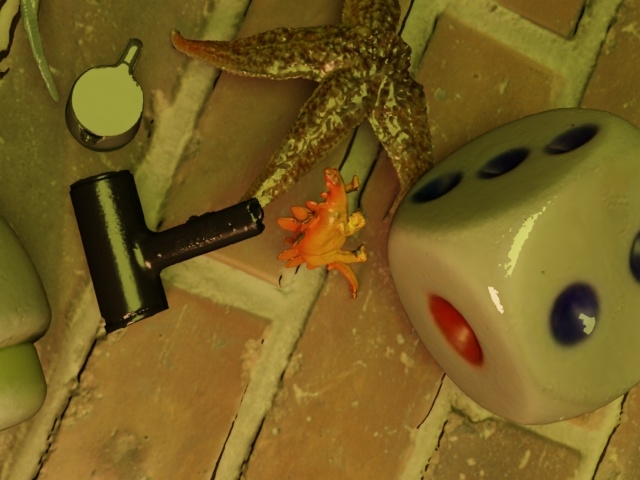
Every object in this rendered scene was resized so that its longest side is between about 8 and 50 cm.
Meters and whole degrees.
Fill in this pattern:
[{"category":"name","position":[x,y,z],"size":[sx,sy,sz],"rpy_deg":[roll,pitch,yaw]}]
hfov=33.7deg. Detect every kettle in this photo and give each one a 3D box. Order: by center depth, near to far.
[{"category":"kettle","position":[-0.258,-0.173,1.319],"size":[0.127,0.148,0.098],"rpy_deg":[-33,96,-12]}]

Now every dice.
[{"category":"dice","position":[0.281,0.029,1.344],"size":[0.304,0.277,0.304],"rpy_deg":[-35,113,-18]}]

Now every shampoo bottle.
[{"category":"shampoo bottle","position":[-0.472,0.089,1.180],"size":[0.322,0.322,0.317],"rpy_deg":[-19,89,-12]}]

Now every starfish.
[{"category":"starfish","position":[0.022,-0.210,1.405],"size":[0.384,0.132,0.398],"rpy_deg":[-18,91,-8]}]

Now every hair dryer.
[{"category":"hair dryer","position":[-0.183,-0.006,1.326],"size":[0.251,0.089,0.197],"rpy_deg":[-15,91,19]}]

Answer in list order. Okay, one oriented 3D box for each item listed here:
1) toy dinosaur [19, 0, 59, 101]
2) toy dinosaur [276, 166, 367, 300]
[{"category":"toy dinosaur","position":[-0.381,-0.366,1.295],"size":[0.205,0.092,0.393],"rpy_deg":[-37,104,-56]},{"category":"toy dinosaur","position":[0.000,0.000,1.347],"size":[0.117,0.288,0.070],"rpy_deg":[-7,57,-3]}]
